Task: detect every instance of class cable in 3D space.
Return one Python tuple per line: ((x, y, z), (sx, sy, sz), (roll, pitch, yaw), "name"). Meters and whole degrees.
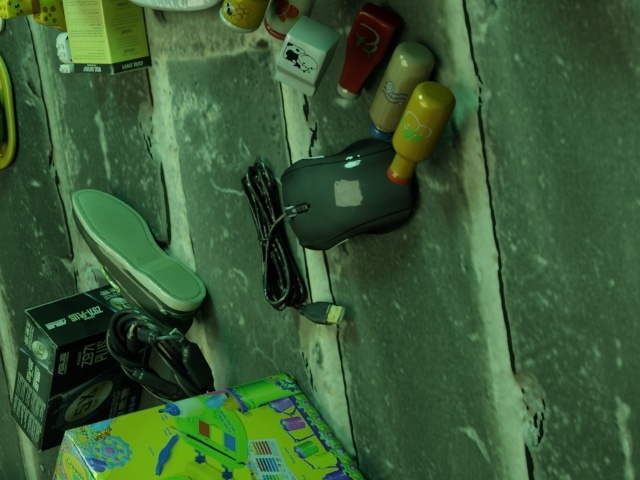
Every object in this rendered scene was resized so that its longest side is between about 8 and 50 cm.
((-0.183, 0.160, 1.778), (0.150, 0.047, 0.184), (10, 139, 39), "cable")

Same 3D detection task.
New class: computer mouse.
((0.000, 0.000, 1.530), (0.262, 0.060, 0.184), (-6, 98, 52), "computer mouse")

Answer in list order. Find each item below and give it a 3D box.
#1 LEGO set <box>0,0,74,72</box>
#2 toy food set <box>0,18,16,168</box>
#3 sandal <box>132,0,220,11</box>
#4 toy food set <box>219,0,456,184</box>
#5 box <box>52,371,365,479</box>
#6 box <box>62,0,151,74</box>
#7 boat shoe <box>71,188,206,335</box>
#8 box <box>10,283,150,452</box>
((-0.330, -0.303, 1.790), (0.087, 0.093, 0.227), (9, 111, 49), "LEGO set")
((-0.472, -0.196, 2.025), (0.128, 0.071, 0.218), (18, 118, 46), "toy food set")
((-0.187, -0.300, 1.627), (0.265, 0.076, 0.102), (11, 96, 34), "sandal")
((0.013, -0.156, 1.399), (0.232, 0.111, 0.104), (27, 131, 4), "toy food set")
((-0.097, 0.322, 1.574), (0.290, 0.279, 0.177), (53, 138, 34), "box")
((-0.255, -0.307, 1.725), (0.087, 0.058, 0.232), (7, 110, 49), "box")
((-0.228, 0.026, 1.802), (0.228, 0.081, 0.069), (44, 130, 28), "boat shoe")
((-0.297, 0.156, 1.885), (0.077, 0.147, 0.180), (43, 133, 33), "box")
